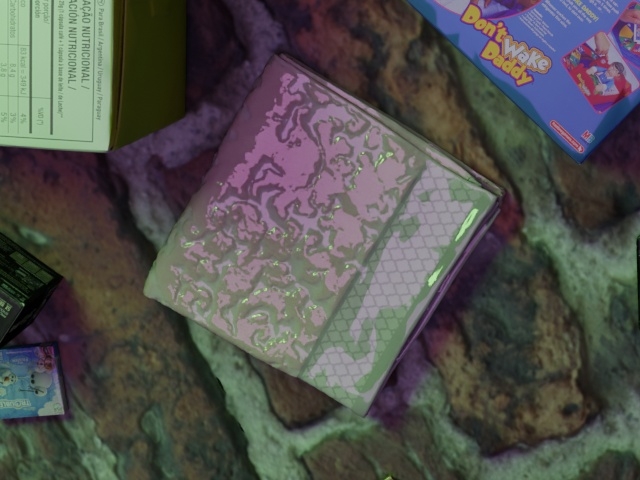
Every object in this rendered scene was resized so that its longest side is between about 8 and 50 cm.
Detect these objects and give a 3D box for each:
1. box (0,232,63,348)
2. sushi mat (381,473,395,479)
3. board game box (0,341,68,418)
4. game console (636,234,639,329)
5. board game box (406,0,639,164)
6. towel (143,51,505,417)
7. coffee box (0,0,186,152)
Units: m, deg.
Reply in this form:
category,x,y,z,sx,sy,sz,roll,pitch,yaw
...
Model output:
category,x,y,z,sx,sy,sz,roll,pitch,yaw
box,-0.414,0.036,1.584,0.180,0.147,0.077,35,104,-2
sushi mat,0.005,0.426,1.678,0.317,0.019,0.151,-33,95,12
board game box,-0.363,0.173,1.671,0.090,0.020,0.090,-6,102,8
game console,0.414,0.054,1.523,0.107,0.071,0.122,-3,101,7
board game box,0.238,-0.287,1.470,0.347,0.078,0.233,43,103,-3
towel,0.000,0.000,1.574,0.317,0.053,0.331,31,103,0
coffee box,-0.327,-0.283,1.409,0.335,0.337,0.338,4,101,6
